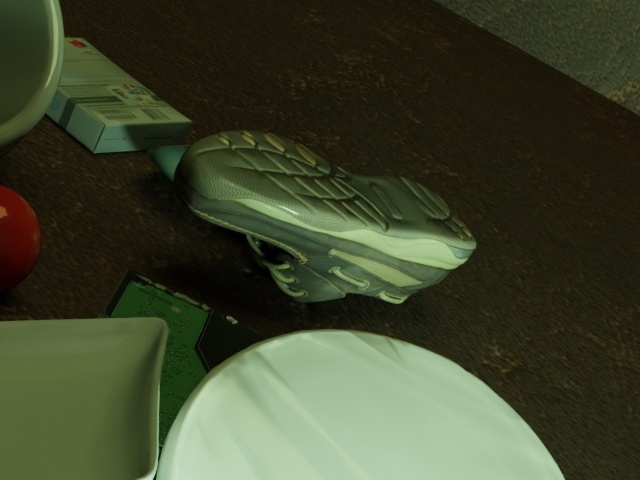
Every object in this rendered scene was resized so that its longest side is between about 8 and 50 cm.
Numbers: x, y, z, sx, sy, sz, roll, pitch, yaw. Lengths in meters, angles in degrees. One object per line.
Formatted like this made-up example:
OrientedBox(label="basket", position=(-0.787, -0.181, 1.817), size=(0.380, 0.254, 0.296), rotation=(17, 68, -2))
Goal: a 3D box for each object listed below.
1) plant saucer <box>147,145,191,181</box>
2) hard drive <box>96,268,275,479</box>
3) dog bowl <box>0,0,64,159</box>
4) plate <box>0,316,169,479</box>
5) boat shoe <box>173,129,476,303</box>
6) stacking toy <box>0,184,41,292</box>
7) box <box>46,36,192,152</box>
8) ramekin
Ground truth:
OrientedBox(label="plant saucer", position=(-0.080, -0.062, 1.499), size=(0.195, 0.037, 0.195), rotation=(6, -5, 0))
OrientedBox(label="hard drive", position=(-0.030, 0.159, 1.113), size=(0.339, 0.064, 0.237), rotation=(26, 22, -5))
OrientedBox(label="dog bowl", position=(-0.361, -0.202, 1.243), size=(0.349, 0.102, 0.349), rotation=(30, 50, -42))
OrientedBox(label="plate", position=(-0.230, 0.110, 0.873), size=(0.278, 0.045, 0.277), rotation=(-3, 15, -4))
OrientedBox(label="boat shoe", position=(0.000, 0.000, 1.413), size=(0.355, 0.130, 0.132), rotation=(16, 29, -40))
OrientedBox(label="stacking toy", position=(-0.327, -0.004, 1.060), size=(0.141, 0.141, 0.330), rotation=(40, 21, 28))
OrientedBox(label="box", position=(-0.252, -0.160, 1.597), size=(0.186, 0.038, 0.145), rotation=(38, 24, 23))
OrientedBox(label="ramekin", position=(0.017, 0.197, 0.910), size=(0.273, 0.127, 0.273), rotation=(15, 46, -16))
